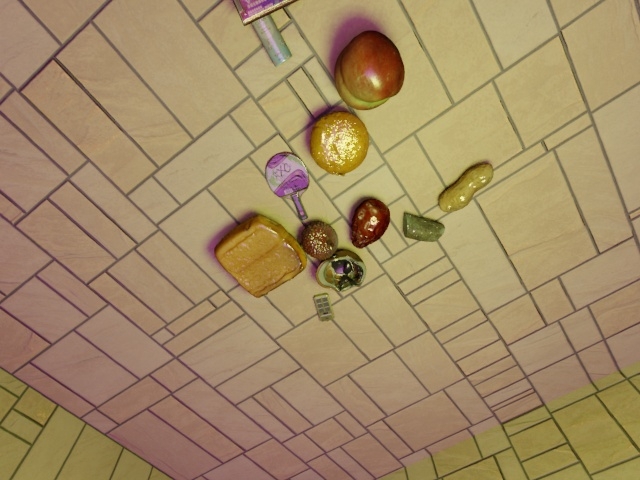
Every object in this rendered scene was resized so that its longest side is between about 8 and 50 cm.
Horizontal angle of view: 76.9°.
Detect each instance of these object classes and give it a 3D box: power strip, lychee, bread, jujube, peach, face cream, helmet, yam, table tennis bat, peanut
[{"bbox_3d":[0.020,0.333,1.971,0.076,0.028,0.169,-14,118,4],"label":"power strip"},{"bbox_3d":[0.000,0.000,1.707,0.165,0.197,0.166,2,87,-34],"label":"lychee"},{"bbox_3d":[0.071,-0.374,1.531,0.239,0.139,0.240,-1,118,-2],"label":"bread"},{"bbox_3d":[0.198,-0.063,1.698,0.167,0.168,0.237,15,133,-10],"label":"jujube"},{"bbox_3d":[0.164,-0.575,1.370,0.251,0.253,0.253,-1,118,-2],"label":"peach"},{"bbox_3d":[-0.256,0.055,1.746,0.336,0.148,0.328,-36,111,21],"label":"bread"},{"bbox_3d":[-0.184,-0.718,1.374,0.075,0.075,0.230,-28,116,12],"label":"face cream"},{"bbox_3d":[0.092,0.122,1.804,0.223,0.130,0.199,-7,121,9],"label":"helmet"},{"bbox_3d":[0.439,-0.049,1.747,0.182,0.107,0.107,11,117,-10],"label":"yam"},{"bbox_3d":[-0.120,-0.220,1.675,0.173,0.022,0.302,-17,115,7],"label":"table tennis bat"},{"bbox_3d":[0.600,-0.213,1.660,0.263,0.117,0.101,-45,132,16],"label":"peanut"}]

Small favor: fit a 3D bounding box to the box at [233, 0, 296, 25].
[{"bbox_3d":[-0.168,-0.782,1.271,0.223,0.069,0.120,-26,111,2],"label":"box"}]
